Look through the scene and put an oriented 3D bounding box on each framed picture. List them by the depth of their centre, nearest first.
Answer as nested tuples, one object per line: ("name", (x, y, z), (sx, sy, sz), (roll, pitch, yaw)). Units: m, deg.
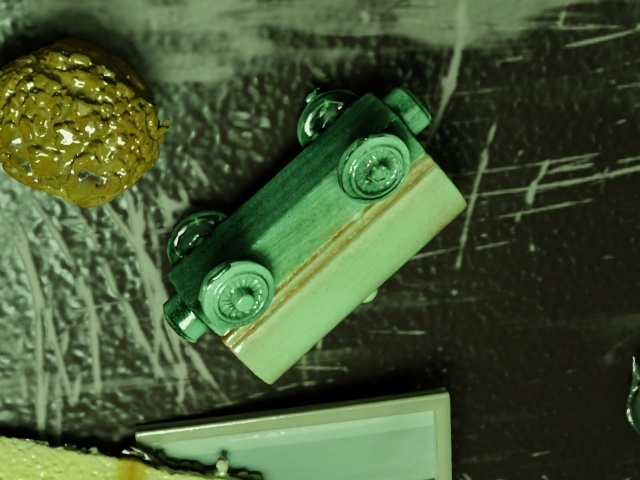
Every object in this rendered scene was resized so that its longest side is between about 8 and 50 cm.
("framed picture", (-0.018, 0.249, 1.302), (0.289, 0.016, 0.213), (-6, 113, -6))

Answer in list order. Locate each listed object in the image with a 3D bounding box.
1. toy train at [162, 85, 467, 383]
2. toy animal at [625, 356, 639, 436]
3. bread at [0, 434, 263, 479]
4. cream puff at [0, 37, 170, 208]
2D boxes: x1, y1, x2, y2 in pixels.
("toy train", (0.000, 0.000, 1.194), (0.285, 0.116, 0.177), (-43, 130, 0))
("toy animal", (0.417, 0.165, 1.412), (0.245, 0.114, 0.146), (18, 98, -3))
("bread", (-0.189, 0.283, 1.227), (0.266, 0.142, 0.178), (14, 124, -13))
("cream puff", (-0.193, -0.090, 1.086), (0.144, 0.103, 0.126), (32, 99, -21))
